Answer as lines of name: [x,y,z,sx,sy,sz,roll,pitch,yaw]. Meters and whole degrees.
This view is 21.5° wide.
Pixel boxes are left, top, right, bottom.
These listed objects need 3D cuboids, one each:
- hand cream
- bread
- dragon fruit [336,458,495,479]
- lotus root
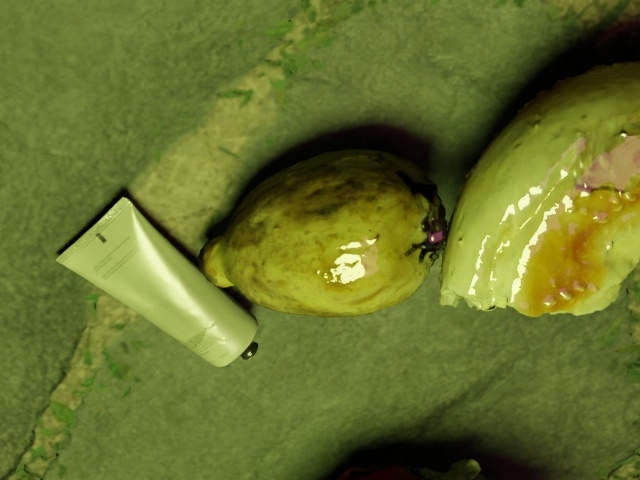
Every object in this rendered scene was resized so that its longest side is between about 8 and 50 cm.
hand cream: [-0.125,0.044,1.421,0.087,0.054,0.186,-40,116,22]
bread: [0.236,-0.052,1.348,0.314,0.171,0.192,-13,121,-5]
dragon fruit: [0.080,0.362,1.512,0.329,0.329,0.329,-5,125,-7]
lotus root: [0.000,0.000,1.363,0.214,0.138,0.138,-15,126,12]
